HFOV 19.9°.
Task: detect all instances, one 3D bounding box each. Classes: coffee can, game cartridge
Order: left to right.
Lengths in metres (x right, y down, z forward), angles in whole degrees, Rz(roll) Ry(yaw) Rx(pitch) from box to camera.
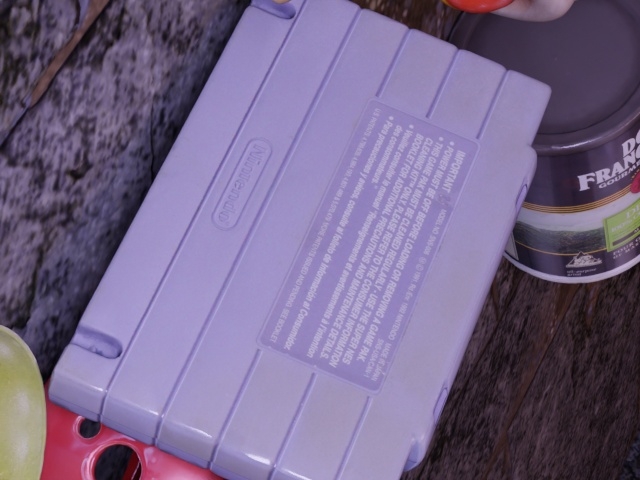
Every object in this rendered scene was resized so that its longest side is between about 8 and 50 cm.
[{"bbox_3d":[0.000,0.000,1.194,0.068,0.230,0.355,117,-1,-58],"label":"game cartridge"},{"bbox_3d":[0.239,-0.107,1.772,0.201,0.201,0.275,-64,158,-20],"label":"coffee can"}]

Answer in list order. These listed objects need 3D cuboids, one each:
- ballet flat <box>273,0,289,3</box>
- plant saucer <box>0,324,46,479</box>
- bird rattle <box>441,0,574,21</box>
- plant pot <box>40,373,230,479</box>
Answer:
[{"bbox_3d":[0.036,-0.236,1.039,0.232,0.073,0.080,-68,158,-8],"label":"ballet flat"},{"bbox_3d":[-0.239,0.156,1.036,0.241,0.037,0.241,-49,149,-43],"label":"plant saucer"},{"bbox_3d":[0.102,-0.220,1.269,0.207,0.253,0.143,30,74,-46],"label":"bird rattle"},{"bbox_3d":[-0.092,0.170,1.225,0.191,0.174,0.191,-54,155,-40],"label":"plant pot"}]
